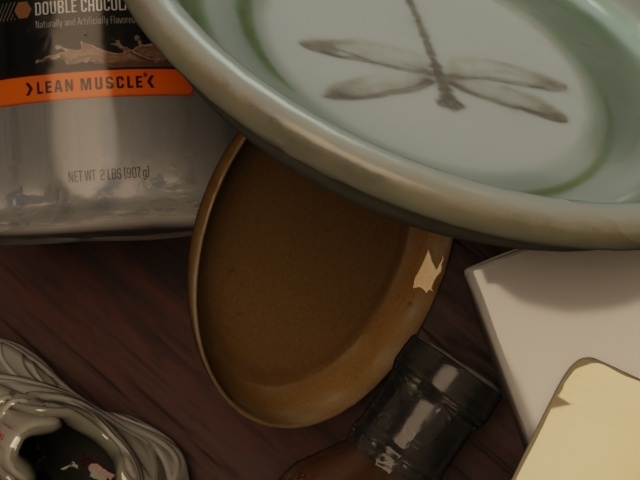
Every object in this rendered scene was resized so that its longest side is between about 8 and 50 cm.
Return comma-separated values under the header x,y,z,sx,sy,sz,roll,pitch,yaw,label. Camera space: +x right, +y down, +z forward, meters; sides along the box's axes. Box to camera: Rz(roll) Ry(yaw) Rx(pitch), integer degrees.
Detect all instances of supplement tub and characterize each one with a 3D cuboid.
x,y,z,sx,sy,sz,roll,pitch,yaw,label
-0.141,-0.169,0.960,0.207,0.207,0.338,-4,88,7,supplement tub

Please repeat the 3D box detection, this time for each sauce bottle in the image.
x,y,z,sx,sy,sz,roll,pitch,yaw,label
-0.010,0.218,0.954,0.111,0.111,0.344,35,86,11,sauce bottle

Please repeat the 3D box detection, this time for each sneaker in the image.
x,y,z,sx,sy,sz,roll,pitch,yaw,label
-0.199,0.118,0.987,0.232,0.115,0.090,21,85,10,sneaker

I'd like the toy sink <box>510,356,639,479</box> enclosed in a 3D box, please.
x,y,z,sx,sy,sz,roll,pitch,yaw,label
0.197,0.164,0.723,0.234,0.131,0.152,26,86,12,toy sink

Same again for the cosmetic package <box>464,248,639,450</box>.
x,y,z,sx,sy,sz,roll,pitch,yaw,label
0.219,0.168,0.885,0.155,0.197,0.365,-22,78,5,cosmetic package

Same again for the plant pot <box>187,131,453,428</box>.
x,y,z,sx,sy,sz,roll,pitch,yaw,label
0.000,0.000,0.938,0.032,0.236,0.236,20,84,39,plant pot

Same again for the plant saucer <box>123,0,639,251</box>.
x,y,z,sx,sy,sz,roll,pitch,yaw,label
0.066,-0.112,0.835,0.400,0.400,0.100,32,130,11,plant saucer
